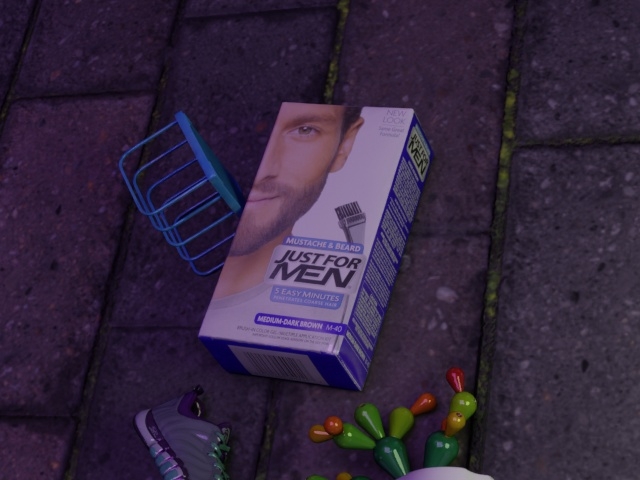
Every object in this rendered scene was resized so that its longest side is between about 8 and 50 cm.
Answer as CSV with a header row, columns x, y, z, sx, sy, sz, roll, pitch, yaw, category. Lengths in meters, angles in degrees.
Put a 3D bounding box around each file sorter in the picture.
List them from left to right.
x,y,z,sx,sy,sz,roll,pitch,yaw,category
-0.160,-0.051,1.782,0.104,0.170,0.118,-32,54,2,file sorter

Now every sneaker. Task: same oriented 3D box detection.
x,y,z,sx,sy,sz,roll,pitch,yaw,category
-0.131,0.258,1.635,0.098,0.083,0.224,-32,53,-7,sneaker

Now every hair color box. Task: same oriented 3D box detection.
x,y,z,sx,sy,sz,roll,pitch,yaw,category
0.000,0.000,1.730,0.185,0.110,0.339,5,60,24,hair color box

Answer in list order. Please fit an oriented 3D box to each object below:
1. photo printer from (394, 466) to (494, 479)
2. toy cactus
x,y,z,sx,sy,sz,roll,pitch,yaw,category
0.070,0.363,1.371,0.107,0.307,0.256,20,60,-20,photo printer
0.090,0.247,1.556,0.219,0.112,0.180,-26,64,-7,toy cactus
